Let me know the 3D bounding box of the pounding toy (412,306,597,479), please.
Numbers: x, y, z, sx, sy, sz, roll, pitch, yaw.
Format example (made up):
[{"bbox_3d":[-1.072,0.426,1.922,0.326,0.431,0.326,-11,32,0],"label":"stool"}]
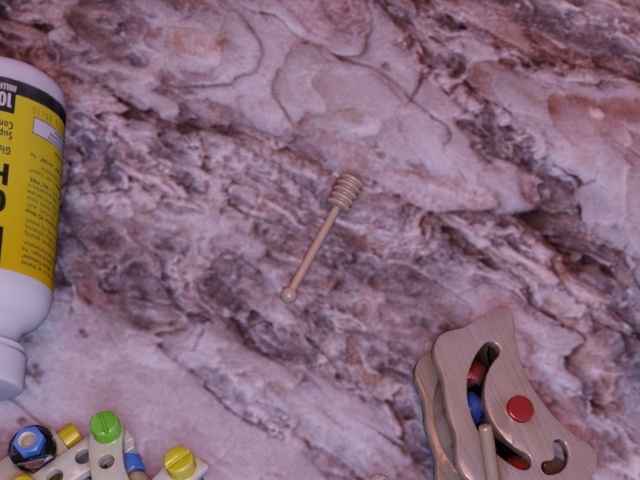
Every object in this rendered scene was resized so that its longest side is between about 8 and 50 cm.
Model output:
[{"bbox_3d":[0.203,0.192,1.479,0.154,0.155,0.270,-3,66,-18],"label":"pounding toy"}]

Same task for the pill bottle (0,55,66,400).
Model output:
[{"bbox_3d":[-0.366,-0.010,1.510,0.187,0.188,0.334,1,70,-3],"label":"pill bottle"}]

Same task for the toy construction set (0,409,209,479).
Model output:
[{"bbox_3d":[-0.267,0.288,1.417,0.327,0.151,0.215,-26,52,-28],"label":"toy construction set"}]

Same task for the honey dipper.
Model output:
[{"bbox_3d":[0.000,0.000,1.613,0.030,0.030,0.161,26,74,6],"label":"honey dipper"}]

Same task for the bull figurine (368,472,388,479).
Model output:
[{"bbox_3d":[0.090,0.390,1.440,0.188,0.101,0.311,3,70,-4],"label":"bull figurine"}]
